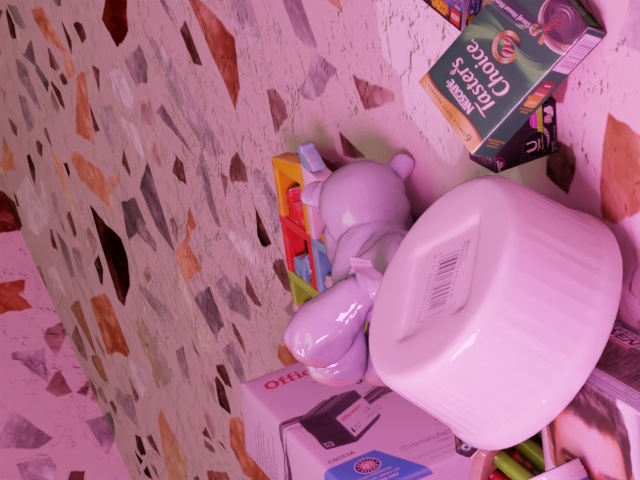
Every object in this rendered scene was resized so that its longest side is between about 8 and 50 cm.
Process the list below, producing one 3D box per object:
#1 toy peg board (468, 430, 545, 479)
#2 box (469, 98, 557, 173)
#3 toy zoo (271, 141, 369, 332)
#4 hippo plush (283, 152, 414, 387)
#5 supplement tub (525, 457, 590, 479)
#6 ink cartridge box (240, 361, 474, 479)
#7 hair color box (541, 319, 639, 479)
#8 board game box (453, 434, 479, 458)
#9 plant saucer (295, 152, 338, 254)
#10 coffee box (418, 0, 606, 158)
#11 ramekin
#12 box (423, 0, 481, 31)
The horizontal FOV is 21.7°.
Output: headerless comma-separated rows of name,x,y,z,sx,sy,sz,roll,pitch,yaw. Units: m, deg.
toy peg board,0.248,0.267,1.917,0.079,0.161,0.161,38,143,28
box,0.204,-0.117,1.787,0.052,0.083,0.062,36,139,53
toy zoo,0.000,0.000,2.306,0.192,0.030,0.293,34,137,55
hippo plush,0.042,0.024,2.066,0.294,0.234,0.237,70,178,-53
supplement tub,0.257,0.285,1.719,0.107,0.071,0.071,67,157,8
ink cartridge box,0.061,0.276,2.236,0.307,0.223,0.129,40,142,50
hair color box,0.337,0.292,1.780,0.185,0.113,0.375,31,134,56
board game box,0.187,0.138,1.867,0.126,0.026,0.186,-54,20,31
plant saucer,0.015,-0.034,2.332,0.198,0.036,0.199,46,147,42
coffee box,0.193,-0.185,1.703,0.184,0.040,0.113,-47,60,28
ramekin,0.172,0.067,1.748,0.277,0.135,0.277,-46,27,32
box,0.133,-0.306,1.869,0.137,0.027,0.094,48,147,42
